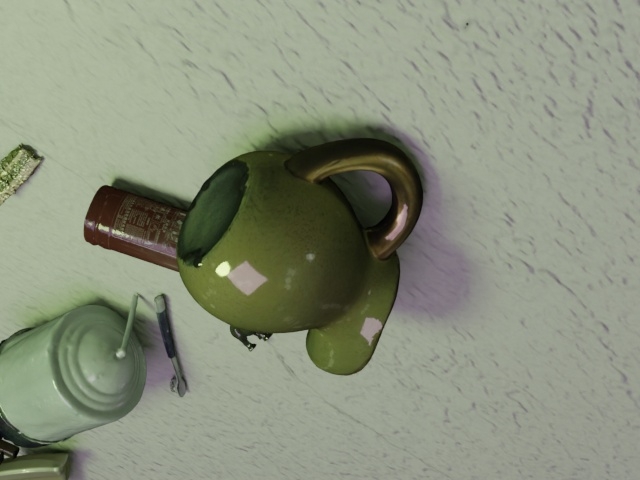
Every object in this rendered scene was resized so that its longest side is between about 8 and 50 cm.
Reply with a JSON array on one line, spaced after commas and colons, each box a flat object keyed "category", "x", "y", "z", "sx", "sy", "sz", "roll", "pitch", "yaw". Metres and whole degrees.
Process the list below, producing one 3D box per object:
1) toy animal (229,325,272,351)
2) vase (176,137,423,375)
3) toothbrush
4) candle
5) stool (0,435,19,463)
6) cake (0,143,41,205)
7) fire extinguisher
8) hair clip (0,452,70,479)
[{"category": "toy animal", "x": -0.101, "y": 0.132, "z": 1.557, "sx": 0.065, "sy": 0.047, "sz": 0.136, "roll": 42, "pitch": 141, "yaw": -9}, {"category": "vase", "x": 0.000, "y": 0.000, "z": 1.273, "sx": 0.302, "sy": 0.241, "sz": 0.329, "roll": 32, "pitch": 113, "yaw": -29}, {"category": "toothbrush", "x": -0.273, "y": 0.193, "z": 1.716, "sx": 0.026, "sy": 0.024, "sz": 0.288, "roll": 22, "pitch": 142, "yaw": 21}, {"category": "candle", "x": -0.446, "y": 0.239, "z": 1.691, "sx": 0.343, "sy": 0.221, "sz": 0.221, "roll": -23, "pitch": 122, "yaw": 39}, {"category": "stool", "x": -0.722, "y": 0.394, "z": 2.019, "sx": 0.139, "sy": 0.153, "sz": 0.228, "roll": 15, "pitch": 138, "yaw": 8}, {"category": "cake", "x": -0.486, "y": -0.105, "z": 1.491, "sx": 0.140, "sy": 0.055, "sz": 0.051, "roll": -38, "pitch": 112, "yaw": 26}, {"category": "fire extinguisher", "x": -0.216, "y": 0.005, "z": 1.430, "sx": 0.269, "sy": 0.104, "sz": 0.104, "roll": 18, "pitch": 139, "yaw": 3}, {"category": "hair clip", "x": -0.645, "y": 0.535, "z": 2.150, "sx": 0.173, "sy": 0.113, "sz": 0.282, "roll": -5, "pitch": 143, "yaw": -4}]
